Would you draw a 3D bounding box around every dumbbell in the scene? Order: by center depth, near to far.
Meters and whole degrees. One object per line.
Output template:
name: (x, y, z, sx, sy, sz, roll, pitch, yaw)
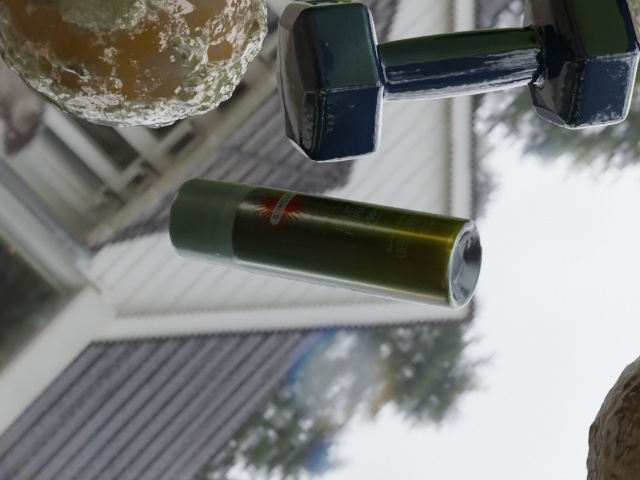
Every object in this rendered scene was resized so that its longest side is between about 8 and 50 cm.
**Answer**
dumbbell: (0.124, -0.162, 1.493, 0.324, 0.160, 0.144, -8, -135, -12)

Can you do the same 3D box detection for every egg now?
egg: (-0.151, -0.188, 1.211, 0.245, 0.203, 0.203, 25, -118, 30)

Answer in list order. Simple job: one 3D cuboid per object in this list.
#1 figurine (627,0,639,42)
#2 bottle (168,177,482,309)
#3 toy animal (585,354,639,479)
figurine: (0.379, -0.274, 1.436, 0.332, 0.185, 0.204, -167, -96, -66)
bottle: (0.000, 0.000, 1.462, 0.286, 0.082, 0.082, 9, -137, 27)
toy animal: (0.323, 0.174, 1.276, 0.226, 0.188, 0.358, -24, -153, 30)
